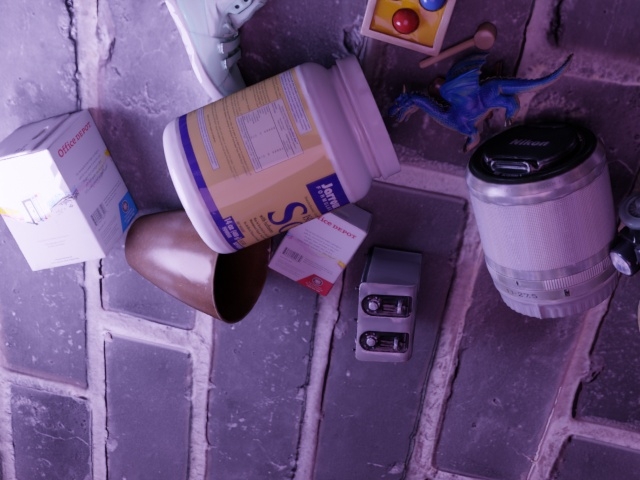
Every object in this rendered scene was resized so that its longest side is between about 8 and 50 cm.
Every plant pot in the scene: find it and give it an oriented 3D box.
[{"bbox_3d":[-0.243,0.025,1.660,0.230,0.215,0.215,13,126,22],"label":"plant pot"}]

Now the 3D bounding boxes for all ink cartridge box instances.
[{"bbox_3d":[0.000,0.000,1.646,0.127,0.072,0.175,29,125,-5],"label":"ink cartridge box"},{"bbox_3d":[-0.484,-0.094,1.643,0.168,0.171,0.232,-10,119,19],"label":"ink cartridge box"}]

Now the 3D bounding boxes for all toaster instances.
[{"bbox_3d":[0.125,0.115,1.639,0.110,0.185,0.168,6,116,7],"label":"toaster"}]

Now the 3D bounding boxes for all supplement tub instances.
[{"bbox_3d":[-0.060,-0.142,1.433,0.331,0.241,0.241,-22,116,5],"label":"supplement tub"}]

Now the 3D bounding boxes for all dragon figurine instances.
[{"bbox_3d":[0.239,-0.237,1.383,0.289,0.085,0.144,-32,104,34],"label":"dragon figurine"}]

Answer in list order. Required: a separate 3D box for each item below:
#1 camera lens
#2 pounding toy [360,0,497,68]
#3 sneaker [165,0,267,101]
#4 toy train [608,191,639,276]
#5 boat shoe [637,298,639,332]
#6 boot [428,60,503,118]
[{"bbox_3d":[0.365,-0.040,1.442,0.219,0.219,0.274,-9,120,19],"label":"camera lens"},{"bbox_3d":[0.173,-0.335,1.371,0.206,0.094,0.181,17,125,3],"label":"pounding toy"},{"bbox_3d":[-0.140,-0.334,1.450,0.151,0.094,0.256,-15,119,19],"label":"sneaker"},{"bbox_3d":[0.608,-0.036,1.345,0.334,0.190,0.142,-35,129,-6],"label":"toy train"},{"bbox_3d":[0.625,0.127,1.546,0.123,0.123,0.342,-1,122,15],"label":"boat shoe"},{"bbox_3d":[0.235,-0.256,1.447,0.114,0.037,0.106,16,123,8],"label":"boot"}]
